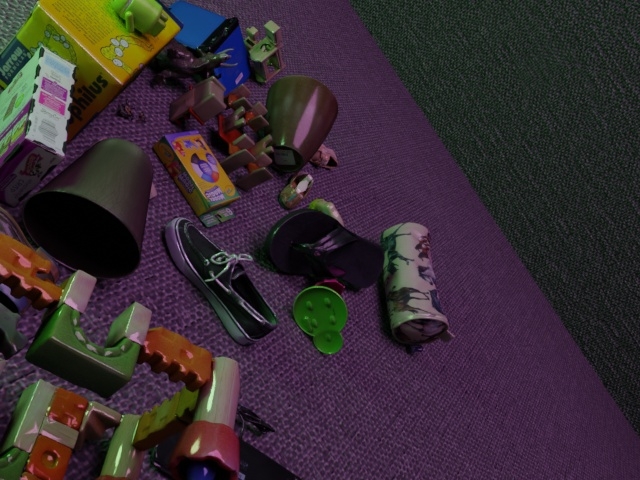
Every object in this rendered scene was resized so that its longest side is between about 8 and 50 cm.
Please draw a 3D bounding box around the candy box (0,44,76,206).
[{"bbox_3d":[-0.494,-0.194,1.082,0.071,0.159,0.234,29,39,-42],"label":"candy box"}]

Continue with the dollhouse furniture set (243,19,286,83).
[{"bbox_3d":[-0.203,-0.599,1.943,0.161,0.101,0.182,42,-14,18],"label":"dollhouse furniture set"}]

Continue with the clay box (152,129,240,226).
[{"bbox_3d":[-0.274,-0.145,1.470,0.222,0.053,0.127,56,29,2],"label":"clay box"}]

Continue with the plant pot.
[{"bbox_3d":[-0.076,-0.311,1.815,0.215,0.215,0.231,38,47,-28],"label":"plant pot"}]

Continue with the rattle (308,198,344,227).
[{"bbox_3d":[0.000,0.000,1.728,0.143,0.130,0.200,-43,129,-44],"label":"rattle"}]

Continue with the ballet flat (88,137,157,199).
[{"bbox_3d":[-0.391,-0.143,1.293,0.168,0.052,0.057,38,33,-30],"label":"ballet flat"}]

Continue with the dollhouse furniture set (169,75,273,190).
[{"bbox_3d":[-0.243,-0.283,1.623,0.259,0.135,0.262,43,29,-44],"label":"dollhouse furniture set"}]

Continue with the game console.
[{"bbox_3d":[-0.334,-0.534,1.809,0.293,0.173,0.250,-74,155,-54],"label":"game console"}]

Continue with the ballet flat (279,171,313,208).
[{"bbox_3d":[-0.053,-0.152,1.793,0.073,0.067,0.206,47,30,-14],"label":"ballet flat"}]

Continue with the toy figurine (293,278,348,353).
[{"bbox_3d":[0.021,0.165,1.555,0.159,0.130,0.173,-55,130,-69],"label":"toy figurine"}]

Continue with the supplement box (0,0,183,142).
[{"bbox_3d":[-0.460,-0.395,1.303,0.195,0.194,0.357,44,31,-19],"label":"supplement box"}]

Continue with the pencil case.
[{"bbox_3d":[0.277,0.123,1.909,0.183,0.160,0.410,28,38,-27],"label":"pencil case"}]

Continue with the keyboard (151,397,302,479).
[{"bbox_3d":[-0.154,0.376,1.137,0.317,0.033,0.202,42,38,-24],"label":"keyboard"}]

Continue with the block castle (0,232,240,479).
[{"bbox_3d":[-0.344,0.198,0.755,0.453,0.303,0.213,38,34,-28],"label":"block castle"}]

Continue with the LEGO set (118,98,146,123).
[{"bbox_3d":[-0.425,-0.283,1.425,0.083,0.023,0.054,42,31,-49],"label":"LEGO set"}]

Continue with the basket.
[{"bbox_3d":[-0.385,-0.072,1.135,0.204,0.154,0.227,38,30,-22],"label":"basket"}]

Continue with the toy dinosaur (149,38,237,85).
[{"bbox_3d":[-0.384,-0.466,1.597,0.313,0.121,0.160,25,23,11],"label":"toy dinosaur"}]

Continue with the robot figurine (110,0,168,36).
[{"bbox_3d":[-0.355,-0.451,1.243,0.115,0.067,0.101,33,44,-34],"label":"robot figurine"}]

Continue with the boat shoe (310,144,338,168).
[{"bbox_3d":[0.005,-0.260,1.997,0.170,0.063,0.059,2,52,-56],"label":"boat shoe"}]

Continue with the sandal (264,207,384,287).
[{"bbox_3d":[0.043,0.030,1.625,0.107,0.168,0.445,23,5,42],"label":"sandal"}]

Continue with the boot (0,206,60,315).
[{"bbox_3d":[-0.494,0.017,0.943,0.219,0.082,0.106,45,28,-22],"label":"boot"}]

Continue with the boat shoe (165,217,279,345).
[{"bbox_3d":[-0.197,0.069,1.310,0.306,0.105,0.113,57,29,3],"label":"boat shoe"}]
